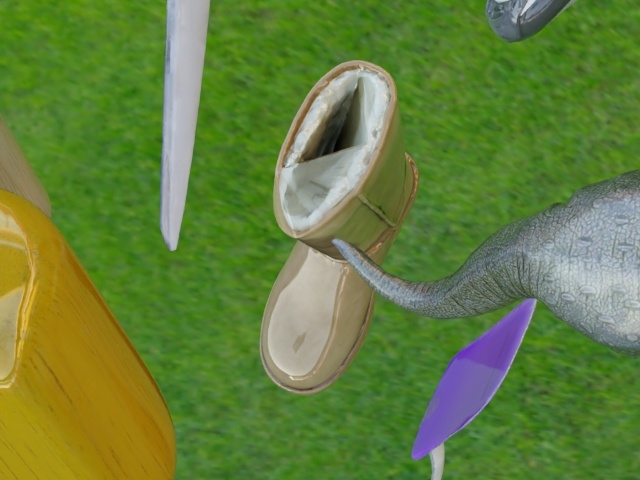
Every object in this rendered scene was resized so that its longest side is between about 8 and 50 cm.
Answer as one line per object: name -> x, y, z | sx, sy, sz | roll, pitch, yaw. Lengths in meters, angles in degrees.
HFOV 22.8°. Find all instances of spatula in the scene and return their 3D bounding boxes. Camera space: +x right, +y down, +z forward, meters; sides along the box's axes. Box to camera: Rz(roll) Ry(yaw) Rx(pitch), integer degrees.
spatula -> 0.062, 0.136, 0.936 | 0.030, 0.296, 0.084 | 24, 51, 5

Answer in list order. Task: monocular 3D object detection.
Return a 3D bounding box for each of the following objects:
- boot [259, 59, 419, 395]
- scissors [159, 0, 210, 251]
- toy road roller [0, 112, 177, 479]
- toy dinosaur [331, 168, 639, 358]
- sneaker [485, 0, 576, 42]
boot -> 0.000, 0.000, 1.208 | 0.089, 0.269, 0.236 | 20, 85, 9
scissors -> -0.048, -0.149, 0.709 | 0.021, 0.109, 0.297 | 7, 111, 39
toy road roller -> -0.179, 0.031, 0.729 | 0.241, 0.202, 0.329 | -5, 45, 21
toy dinosaur -> 0.154, 0.011, 0.588 | 0.314, 0.160, 0.121 | 20, 94, 15
sneaker -> 0.229, -0.213, 1.081 | 0.271, 0.108, 0.100 | -38, 15, -14
